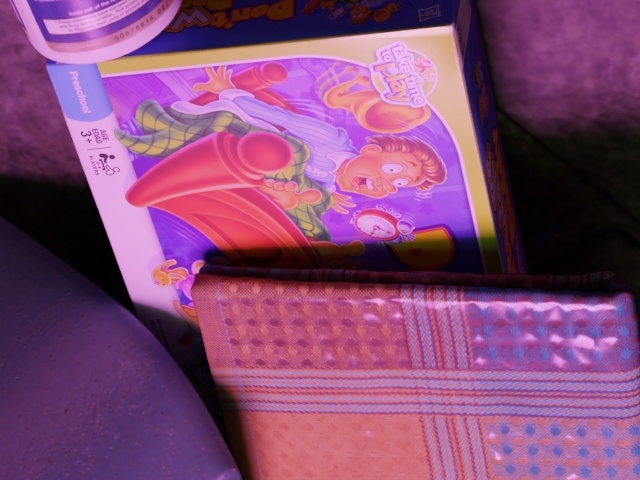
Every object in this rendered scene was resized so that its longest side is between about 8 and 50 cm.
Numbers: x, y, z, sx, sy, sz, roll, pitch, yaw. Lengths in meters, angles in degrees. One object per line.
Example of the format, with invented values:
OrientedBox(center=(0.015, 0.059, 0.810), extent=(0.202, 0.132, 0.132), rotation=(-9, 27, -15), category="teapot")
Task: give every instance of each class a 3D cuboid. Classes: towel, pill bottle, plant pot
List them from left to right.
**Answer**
OrientedBox(center=(-0.175, 0.177, 1.236), extent=(0.252, 0.248, 0.247), rotation=(24, 144, 32), category="plant pot")
OrientedBox(center=(-0.141, -0.186, 1.065), extent=(0.094, 0.094, 0.169), rotation=(-5, 134, 17), category="pill bottle")
OrientedBox(center=(0.078, 0.168, 1.238), extent=(0.271, 0.040, 0.370), rotation=(1, 126, 17), category="towel")

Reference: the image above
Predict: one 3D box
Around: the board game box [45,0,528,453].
OrientedBox(center=(0.000, 0.000, 1.212), extent=(0.233, 0.078, 0.347), rotation=(-5, 129, 14), category="board game box")

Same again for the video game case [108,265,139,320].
OrientedBox(center=(-0.073, 0.117, 1.411), extent=(0.196, 0.026, 0.274), rotation=(18, 135, -6), category="video game case")
